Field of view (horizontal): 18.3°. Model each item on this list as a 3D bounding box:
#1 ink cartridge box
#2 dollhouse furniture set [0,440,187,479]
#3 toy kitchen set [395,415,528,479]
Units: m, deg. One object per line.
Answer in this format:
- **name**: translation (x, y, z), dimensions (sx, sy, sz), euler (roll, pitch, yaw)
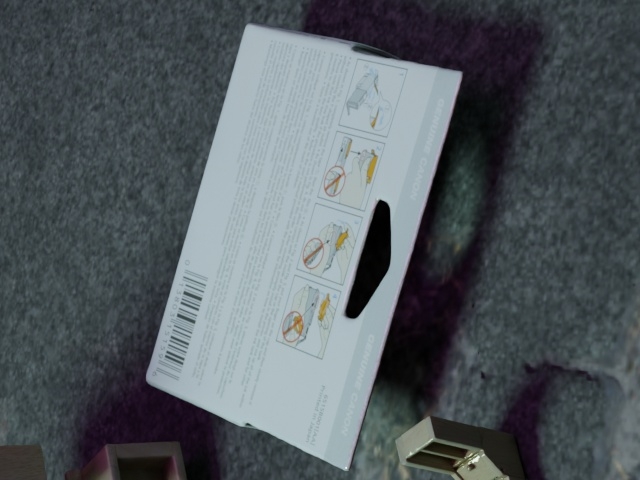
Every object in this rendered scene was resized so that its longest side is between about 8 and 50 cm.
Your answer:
- **ink cartridge box**: translation (0.000, 0.000, 1.369), dimensions (0.239, 0.060, 0.275), euler (18, 93, 48)
- **dollhouse furniture set**: translation (-0.224, 0.338, 1.376), dimensions (0.174, 0.303, 0.355), euler (-46, 51, 51)
- **toy kitchen set**: translation (0.081, 0.165, 1.219), dimensions (0.068, 0.075, 0.083), euler (-40, 48, 36)
